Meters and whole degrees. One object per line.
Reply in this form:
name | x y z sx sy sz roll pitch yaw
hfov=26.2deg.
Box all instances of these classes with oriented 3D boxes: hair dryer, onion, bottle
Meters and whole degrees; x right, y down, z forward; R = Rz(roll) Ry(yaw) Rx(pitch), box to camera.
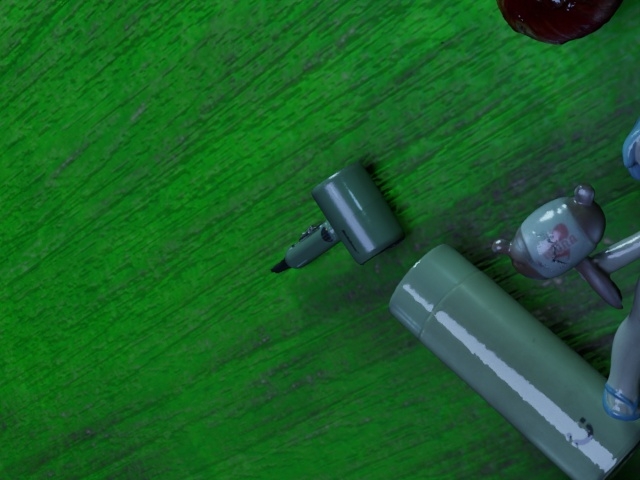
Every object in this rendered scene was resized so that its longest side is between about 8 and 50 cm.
hair dryer | 0.000 0.000 1.098 0.150 0.047 0.071 -35 85 47
onion | 0.158 -0.177 0.878 0.107 0.097 0.107 -43 39 51
bottle | 0.144 0.091 0.998 0.201 0.072 0.072 42 127 18

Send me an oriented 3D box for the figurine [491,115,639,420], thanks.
figurine | 0.216 -0.002 0.878 0.205 0.103 0.260 12 120 7
